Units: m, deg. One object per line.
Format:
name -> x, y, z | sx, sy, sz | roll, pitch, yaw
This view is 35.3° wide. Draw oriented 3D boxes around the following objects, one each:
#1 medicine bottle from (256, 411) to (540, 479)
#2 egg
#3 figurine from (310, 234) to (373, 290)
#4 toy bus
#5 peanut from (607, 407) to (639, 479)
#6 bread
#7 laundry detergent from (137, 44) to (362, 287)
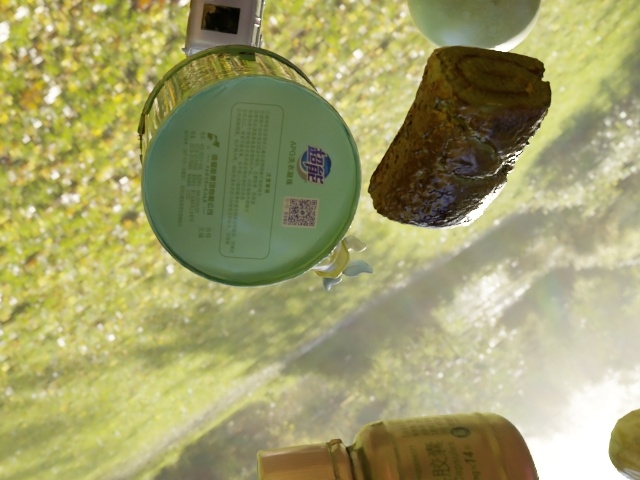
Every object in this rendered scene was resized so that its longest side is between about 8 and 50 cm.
medicine bottle -> 0.083, 0.325, 1.144 | 0.301, 0.241, 0.241 | -4, 164, -6
egg -> 0.239, -0.378, 1.566 | 0.253, 0.187, 0.186 | -2, 148, -40
figurine -> 0.000, 0.000, 1.687 | 0.128, 0.208, 0.184 | -23, -152, 23
toy bus -> -0.176, -0.417, 1.874 | 0.142, 0.141, 0.203 | -83, -179, -85
peanut -> 0.627, 0.339, 1.642 | 0.313, 0.152, 0.152 | 6, 168, 3
bread -> 0.131, -0.093, 0.944 | 0.132, 0.103, 0.172 | 1, 142, -23
laundry detergent -> -0.112, -0.120, 1.414 | 0.287, 0.287, 0.305 | -37, -158, 4
